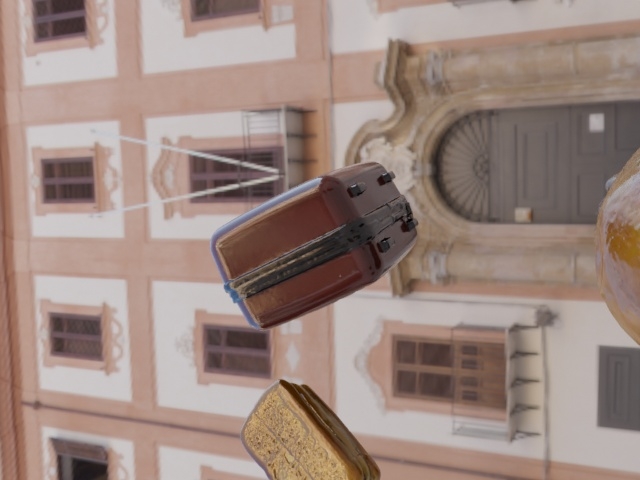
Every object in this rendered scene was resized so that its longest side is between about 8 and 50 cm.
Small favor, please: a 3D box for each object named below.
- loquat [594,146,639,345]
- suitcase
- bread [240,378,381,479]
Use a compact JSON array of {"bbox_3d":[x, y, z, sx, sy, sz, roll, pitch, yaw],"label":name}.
[{"bbox_3d":[0.488,0.009,0.925,0.328,0.329,0.328,-2,-87,-63],"label":"loquat"},{"bbox_3d":[0.000,0.000,1.100,0.161,0.236,0.297,63,-160,-2],"label":"suitcase"},{"bbox_3d":[-0.016,0.279,1.011,0.077,0.200,0.116,7,-62,-48],"label":"bread"}]
